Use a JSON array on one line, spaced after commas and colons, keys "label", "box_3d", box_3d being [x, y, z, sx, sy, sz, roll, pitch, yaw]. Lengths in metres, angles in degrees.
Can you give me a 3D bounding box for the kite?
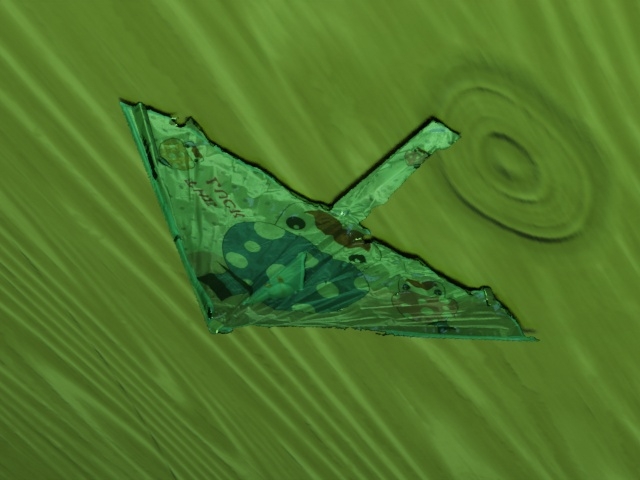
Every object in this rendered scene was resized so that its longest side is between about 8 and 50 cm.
[{"label": "kite", "box_3d": [0.000, -0.001, 1.195, 0.406, 0.014, 0.368, 30, 139, -18]}]
